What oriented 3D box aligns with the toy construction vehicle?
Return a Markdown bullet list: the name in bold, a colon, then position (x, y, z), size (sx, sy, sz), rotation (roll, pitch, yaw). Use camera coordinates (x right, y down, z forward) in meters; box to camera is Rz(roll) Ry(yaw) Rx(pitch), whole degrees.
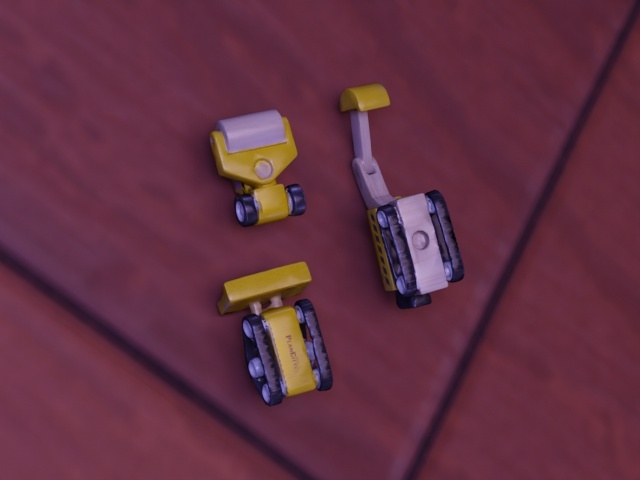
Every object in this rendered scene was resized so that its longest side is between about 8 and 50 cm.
- **toy construction vehicle**: position (0.000, 0.000, 0.657), size (0.086, 0.035, 0.098), rotation (-18, 90, -22)
